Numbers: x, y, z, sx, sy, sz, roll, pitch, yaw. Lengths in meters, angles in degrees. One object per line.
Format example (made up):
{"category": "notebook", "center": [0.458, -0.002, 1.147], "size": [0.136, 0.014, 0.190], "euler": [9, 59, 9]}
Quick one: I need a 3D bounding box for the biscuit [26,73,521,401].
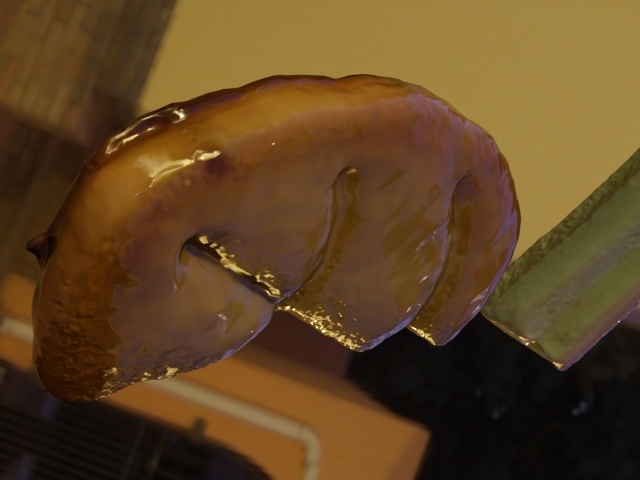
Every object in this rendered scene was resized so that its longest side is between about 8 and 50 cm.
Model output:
{"category": "biscuit", "center": [0.003, -0.003, 0.688], "size": [0.299, 0.045, 0.154], "euler": [-4, 131, -48]}

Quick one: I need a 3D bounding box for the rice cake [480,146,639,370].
{"category": "rice cake", "center": [0.201, -0.006, 0.977], "size": [0.222, 0.080, 0.042], "euler": [-46, -163, 24]}
